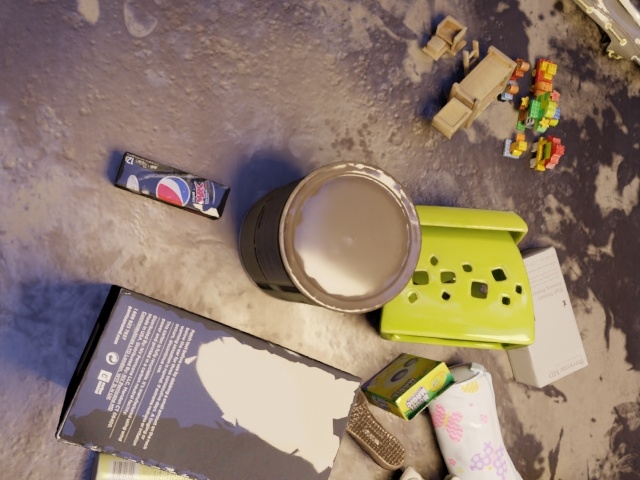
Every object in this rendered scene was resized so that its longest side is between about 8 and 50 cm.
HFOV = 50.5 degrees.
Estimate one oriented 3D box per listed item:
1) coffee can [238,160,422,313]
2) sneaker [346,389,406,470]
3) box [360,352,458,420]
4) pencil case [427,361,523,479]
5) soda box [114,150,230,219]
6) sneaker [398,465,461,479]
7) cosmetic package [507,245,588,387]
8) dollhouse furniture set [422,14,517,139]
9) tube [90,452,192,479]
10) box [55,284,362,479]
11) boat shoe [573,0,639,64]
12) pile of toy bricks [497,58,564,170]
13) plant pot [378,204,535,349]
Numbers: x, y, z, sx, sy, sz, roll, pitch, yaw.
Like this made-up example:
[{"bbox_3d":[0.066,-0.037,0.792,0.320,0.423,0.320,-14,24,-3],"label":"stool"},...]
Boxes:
[{"bbox_3d":[0.000,0.000,1.018,0.201,0.275,0.202,1,88,-19],"label":"coffee can"},{"bbox_3d":[0.062,0.311,1.141,0.066,0.071,0.188,-34,76,-25],"label":"sneaker"},{"bbox_3d":[0.143,0.237,1.106,0.105,0.179,0.043,-35,99,-17],"label":"box"},{"bbox_3d":[0.267,0.351,1.170,0.113,0.124,0.273,-23,94,-54],"label":"pencil case"},{"bbox_3d":[-0.231,-0.083,1.058,0.168,0.060,0.053,18,83,-17],"label":"soda box"},{"bbox_3d":[0.135,0.439,1.137,0.232,0.090,0.115,-7,81,-3],"label":"sneaker"},{"bbox_3d":[0.393,0.138,1.244,0.117,0.085,0.231,-20,93,-18],"label":"cosmetic package"},{"bbox_3d":[0.223,-0.278,1.219,0.161,0.101,0.182,41,75,13],"label":"dollhouse furniture set"},{"bbox_3d":[-0.228,0.370,1.046,0.240,0.062,0.070,12,125,-22],"label":"tube"},{"bbox_3d":[-0.164,0.196,0.921,0.312,0.343,0.179,25,80,-16],"label":"box"},{"bbox_3d":[0.587,-0.416,1.327,0.305,0.091,0.109,45,33,-16],"label":"boat shoe"},{"bbox_3d":[0.402,-0.244,1.250,0.118,0.105,0.212,9,85,-18],"label":"pile of toy bricks"},{"bbox_3d":[0.215,0.062,1.090,0.228,0.227,0.207,5,79,7],"label":"plant pot"}]
